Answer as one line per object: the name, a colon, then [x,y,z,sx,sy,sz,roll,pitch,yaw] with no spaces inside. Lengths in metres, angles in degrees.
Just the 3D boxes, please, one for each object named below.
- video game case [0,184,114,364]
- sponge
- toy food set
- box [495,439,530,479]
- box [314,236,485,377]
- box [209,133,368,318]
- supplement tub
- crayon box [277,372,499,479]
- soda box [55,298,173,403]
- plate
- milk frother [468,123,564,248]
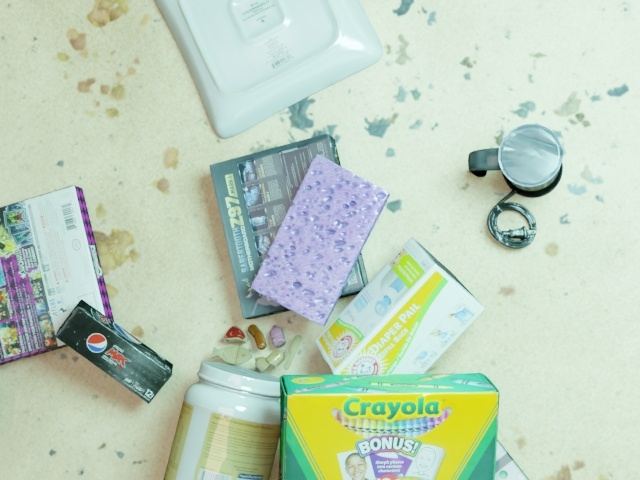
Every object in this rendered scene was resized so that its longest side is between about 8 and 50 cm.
video game case: [-0.433,0.056,1.777,0.210,0.042,0.232,-16,83,9]
sponge: [0.000,0.000,1.638,0.117,0.031,0.210,27,92,10]
toy food set: [-0.089,0.152,1.702,0.122,0.019,0.078,11,60,22]
box: [0.230,0.372,1.620,0.145,0.038,0.186,-39,80,7]
box: [0.104,0.116,1.609,0.103,0.114,0.203,41,96,-23]
box: [-0.045,-0.019,1.695,0.183,0.059,0.232,-15,84,10]
supplement tub: [-0.131,0.279,1.646,0.144,0.144,0.199,14,89,12]
crayon box: [0.085,0.262,1.536,0.278,0.081,0.165,0,102,-8]
soda box: [-0.296,0.159,1.708,0.169,0.053,0.060,37,94,-10]
plate: [-0.086,-0.330,1.736,0.277,0.045,0.278,-26,82,8]
milk frother: [0.274,-0.070,1.595,0.129,0.135,0.143,-20,82,10]
